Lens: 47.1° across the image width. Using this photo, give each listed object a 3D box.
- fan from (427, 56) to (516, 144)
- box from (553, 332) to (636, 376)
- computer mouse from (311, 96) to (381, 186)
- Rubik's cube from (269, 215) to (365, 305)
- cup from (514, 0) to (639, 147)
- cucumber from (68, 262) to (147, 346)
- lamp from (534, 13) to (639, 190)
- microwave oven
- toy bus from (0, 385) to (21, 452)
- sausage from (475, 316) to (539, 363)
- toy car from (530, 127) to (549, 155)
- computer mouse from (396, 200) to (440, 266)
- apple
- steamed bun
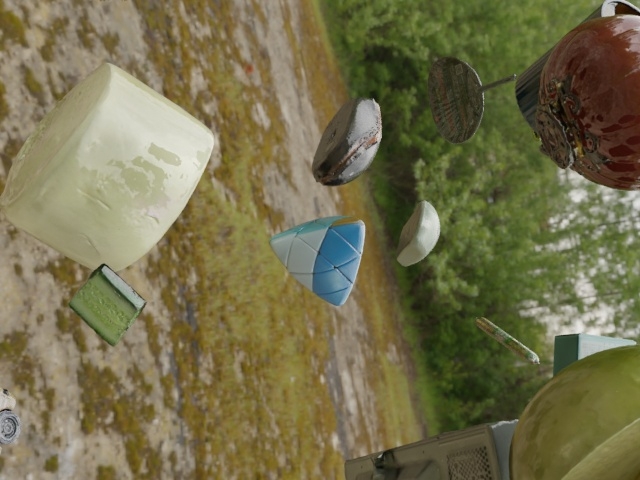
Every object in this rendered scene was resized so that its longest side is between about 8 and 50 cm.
[{"bbox_3d":[0.358,-0.389,1.867,0.223,0.012,0.294,61,-34,22],"label":"fan"},{"bbox_3d":[0.586,0.330,1.573,0.092,0.153,0.245,149,-51,-70],"label":"box"},{"bbox_3d":[0.071,-0.236,1.806,0.116,0.183,0.323,41,34,-18],"label":"computer mouse"},{"bbox_3d":[0.000,0.000,1.818,0.254,0.254,0.254,-10,90,-78],"label":"Rubik's cube"},{"bbox_3d":[0.648,-0.359,1.742,0.242,0.292,0.308,3,66,-33],"label":"cup"},{"bbox_3d":[-0.353,0.103,1.246,0.115,0.116,0.062,44,31,-11],"label":"cucumber"},{"bbox_3d":[0.503,-0.228,1.242,0.303,0.257,0.303,63,-1,1],"label":"lamp"},{"bbox_3d":[0.270,0.434,1.174,0.432,0.374,0.236,-40,-127,54],"label":"microwave oven"},{"bbox_3d":[-0.555,0.332,1.038,0.157,0.139,0.289,51,37,-46],"label":"toy bus"},{"bbox_3d":[0.505,0.270,2.001,0.269,0.033,0.033,39,-30,56],"label":"sausage"},{"bbox_3d":[0.710,-0.315,2.014,0.142,0.248,0.200,-26,142,-57],"label":"toy car"},{"bbox_3d":[0.179,-0.004,1.330,0.181,0.056,0.089,114,-4,-68],"label":"computer mouse"},{"bbox_3d":[0.354,0.253,0.785,0.292,0.254,0.292,46,8,-8],"label":"apple"},{"bbox_3d":[-0.491,-0.142,1.710,0.371,0.456,0.290,35,14,-28],"label":"steamed bun"}]
